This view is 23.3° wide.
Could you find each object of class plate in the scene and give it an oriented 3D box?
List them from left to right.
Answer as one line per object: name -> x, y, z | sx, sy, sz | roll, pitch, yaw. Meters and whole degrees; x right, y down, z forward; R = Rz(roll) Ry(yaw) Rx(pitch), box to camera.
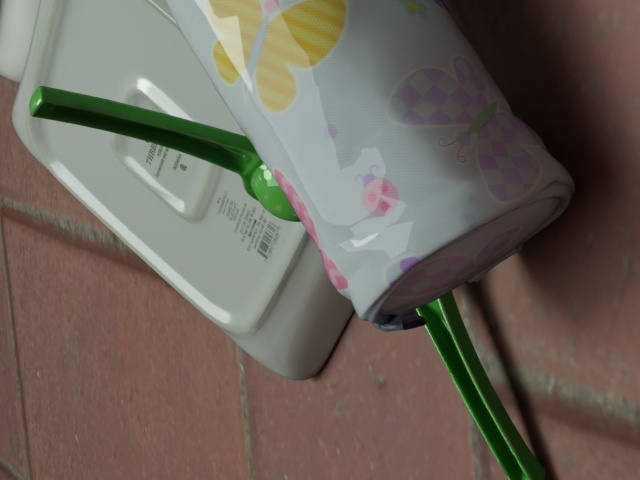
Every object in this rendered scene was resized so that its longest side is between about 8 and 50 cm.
plate -> -0.079, -0.061, 0.916 | 0.278, 0.045, 0.277 | 42, 143, 10

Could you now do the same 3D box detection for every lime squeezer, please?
lime squeezer -> 0.000, 0.000, 0.779 | 0.310, 0.110, 0.059 | 39, 149, -10

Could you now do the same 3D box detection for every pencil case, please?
pencil case -> 0.005, -0.097, 0.723 | 0.113, 0.124, 0.273 | -39, 78, 30

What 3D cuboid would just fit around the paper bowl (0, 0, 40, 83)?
paper bowl -> -0.169, -0.217, 1.078 | 0.284, 0.148, 0.284 | 37, 133, 56
